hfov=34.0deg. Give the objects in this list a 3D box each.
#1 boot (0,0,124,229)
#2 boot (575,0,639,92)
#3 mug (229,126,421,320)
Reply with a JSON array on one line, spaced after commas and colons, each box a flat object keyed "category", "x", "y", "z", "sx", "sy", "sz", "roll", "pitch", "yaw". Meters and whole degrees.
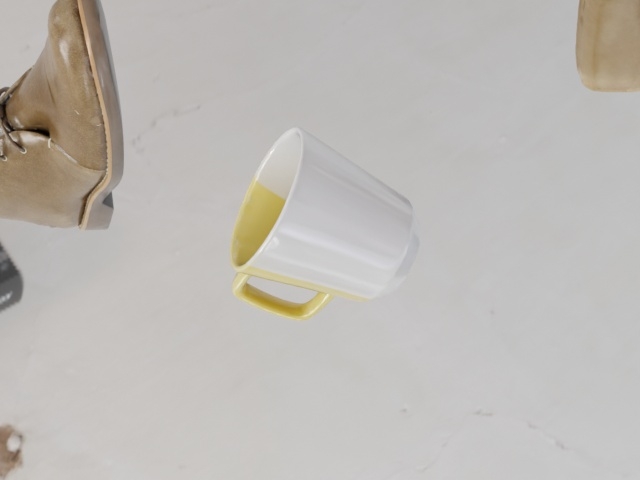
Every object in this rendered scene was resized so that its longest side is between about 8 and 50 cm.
[{"category": "boot", "x": -0.215, "y": -0.085, "z": 0.810, "sx": 0.115, "sy": 0.305, "sz": 0.112, "roll": -2, "pitch": -114, "yaw": -18}, {"category": "boot", "x": 0.390, "y": -0.270, "z": 1.136, "sx": 0.236, "sy": 0.269, "sz": 0.089, "roll": 1, "pitch": -116, "yaw": 20}, {"category": "mug", "x": 0.002, "y": -0.004, "z": 0.430, "sx": 0.064, "sy": 0.078, "sz": 0.062, "roll": 23, "pitch": -111, "yaw": -19}]
